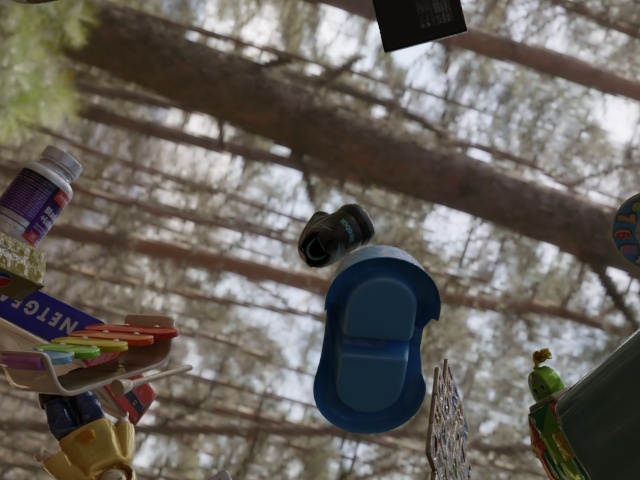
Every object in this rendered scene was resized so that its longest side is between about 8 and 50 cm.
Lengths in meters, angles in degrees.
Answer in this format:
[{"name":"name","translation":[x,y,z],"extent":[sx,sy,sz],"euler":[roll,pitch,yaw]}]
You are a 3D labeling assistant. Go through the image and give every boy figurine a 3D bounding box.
[{"name":"boy figurine","translation":[-0.400,0.358,2.059],"extent":[0.285,0.177,0.092],"euler":[54,-30,37]}]

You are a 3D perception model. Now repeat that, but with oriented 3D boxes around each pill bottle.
[{"name":"pill bottle","translation":[-0.528,-0.077,2.211],"extent":[0.193,0.108,0.108],"euler":[-58,-175,-17]}]

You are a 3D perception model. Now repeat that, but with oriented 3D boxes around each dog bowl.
[{"name":"dog bowl","translation":[0.079,0.140,1.742],"extent":[0.074,0.166,0.297],"euler":[-93,-170,-63]}]

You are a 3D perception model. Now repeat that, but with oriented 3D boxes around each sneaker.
[{"name":"sneaker","translation":[0.000,0.000,2.155],"extent":[0.106,0.101,0.267],"euler":[-31,179,-24]}]

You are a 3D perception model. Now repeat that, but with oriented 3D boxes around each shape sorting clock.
[{"name":"shape sorting clock","translation":[0.687,-0.015,2.394],"extent":[0.040,0.206,0.206],"euler":[-71,-176,-52]}]

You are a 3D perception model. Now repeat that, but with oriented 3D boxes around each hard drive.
[{"name":"hard drive","translation":[0.155,-0.356,1.875],"extent":[0.022,0.135,0.094],"euler":[-5,82,-80]}]

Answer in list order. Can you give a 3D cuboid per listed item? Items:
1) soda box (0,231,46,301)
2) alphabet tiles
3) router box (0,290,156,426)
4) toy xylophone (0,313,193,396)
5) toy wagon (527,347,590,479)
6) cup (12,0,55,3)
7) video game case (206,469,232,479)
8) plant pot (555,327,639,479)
[{"name":"soda box","translation":[-0.471,0.019,1.661],"extent":[0.058,0.181,0.061],"euler":[-29,-130,29]},{"name":"alphabet tiles","translation":[0.233,0.393,2.136],"extent":[0.342,0.011,0.285],"euler":[68,26,-46]},{"name":"router box","translation":[-0.511,0.202,2.311],"extent":[0.082,0.335,0.301],"euler":[-56,153,-23]},{"name":"toy xylophone","translation":[-0.353,0.191,1.970],"extent":[0.322,0.236,0.081],"euler":[-17,105,-62]},{"name":"toy wagon","translation":[0.435,0.352,2.048],"extent":[0.344,0.068,0.267],"euler":[62,-19,12]},{"name":"cup","translation":[-0.389,-0.463,1.607],"extent":[0.331,0.331,0.237],"euler":[-83,163,-48]},{"name":"video game case","translation":[-0.228,0.595,2.186],"extent":[0.244,0.269,0.061],"euler":[58,-12,13]},{"name":"plant pot","translation":[0.535,0.232,1.672],"extent":[0.334,0.341,0.341],"euler":[-39,-159,17]}]
